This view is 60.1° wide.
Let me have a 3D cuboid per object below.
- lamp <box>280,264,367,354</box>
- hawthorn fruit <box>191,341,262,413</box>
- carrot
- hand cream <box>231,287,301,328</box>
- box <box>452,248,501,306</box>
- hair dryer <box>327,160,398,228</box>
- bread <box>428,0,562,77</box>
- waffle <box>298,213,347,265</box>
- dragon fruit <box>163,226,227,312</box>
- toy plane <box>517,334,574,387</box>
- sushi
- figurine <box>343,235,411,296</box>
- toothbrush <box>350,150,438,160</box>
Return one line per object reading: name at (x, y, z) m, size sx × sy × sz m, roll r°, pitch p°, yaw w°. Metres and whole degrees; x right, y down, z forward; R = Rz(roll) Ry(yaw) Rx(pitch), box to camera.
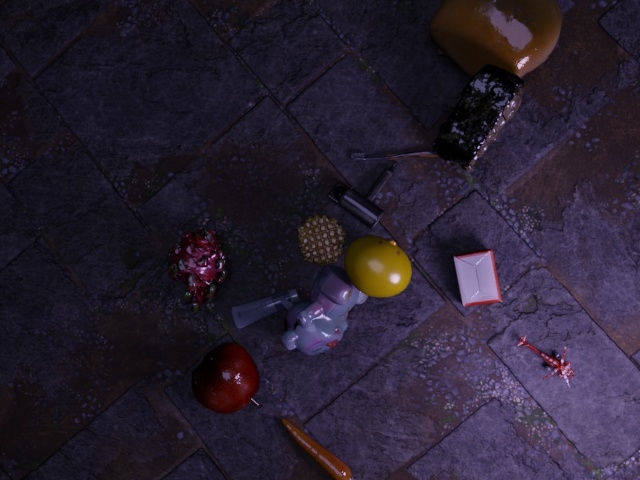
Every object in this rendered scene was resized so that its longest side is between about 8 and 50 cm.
lamp at (-0.010, 0.224, 1.829) m, size 0.247 × 0.247 × 0.301 m, roll 37°, pitch 106°, yaw 27°
hawthorn fruit at (-0.303, 0.495, 1.891) m, size 0.230 × 0.210 × 0.266 m, roll -43°, pitch 97°, yaw -2°
carrot at (-0.011, 0.733, 1.906) m, size 0.336 × 0.069 × 0.069 m, roll 37°, pitch 92°, yaw 11°
hand cream at (-0.195, 0.237, 1.964) m, size 0.255 × 0.048 × 0.079 m, roll -21°, pitch 80°, yaw 8°
box at (0.522, 0.122, 1.850) m, size 0.133 × 0.099 × 0.182 m, roll -12°, pitch 87°, yaw 10°
hair dryer at (0.173, -0.194, 1.935) m, size 0.196 × 0.078 × 0.248 m, roll 37°, pitch 83°, yaw 8°
bread at (0.588, -0.708, 1.809) m, size 0.348 × 0.253 × 0.376 m, roll -41°, pitch 84°, yaw 0°
waffle at (0.005, -0.002, 1.953) m, size 0.191 × 0.038 × 0.191 m, roll 0°, pitch 87°, yaw 8°
dragon fruit at (-0.422, 0.097, 1.935) m, size 0.198 × 0.218 × 0.272 m, roll -25°, pitch 89°, yaw 43°
toy plane at (0.741, 0.394, 1.822) m, size 0.194 × 0.077 × 0.126 m, roll 14°, pitch 85°, yaw 16°
sushi at (0.505, -0.384, 1.775) m, size 0.171 × 0.211 × 0.350 m, roll 40°, pitch 129°, yaw 13°
figurine at (0.191, 0.077, 1.773) m, size 0.215 × 0.344 × 0.187 m, roll 25°, pitch 96°, yaw 10°
toothbrush at (0.265, -0.297, 1.942) m, size 0.321 × 0.023 × 0.031 m, roll 1°, pitch 90°, yaw 8°
